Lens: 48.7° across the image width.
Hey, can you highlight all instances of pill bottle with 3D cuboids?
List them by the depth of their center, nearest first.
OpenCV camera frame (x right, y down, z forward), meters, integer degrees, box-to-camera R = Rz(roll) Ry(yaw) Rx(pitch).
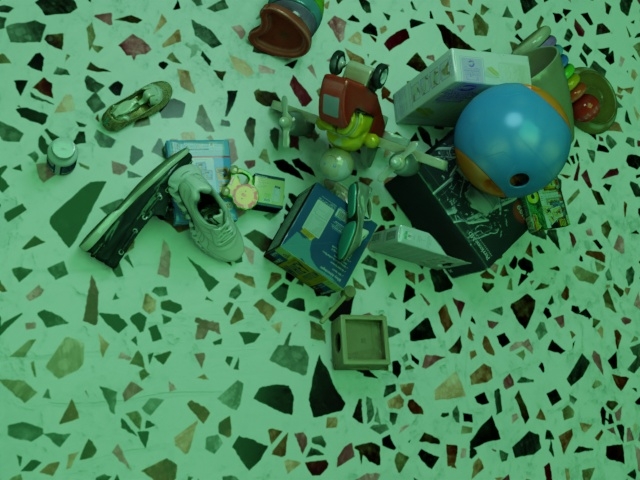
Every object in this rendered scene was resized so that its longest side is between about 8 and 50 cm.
[{"bbox_3d":[-0.591,-0.195,1.619,0.067,0.120,0.067,5,78,-22],"label":"pill bottle"}]

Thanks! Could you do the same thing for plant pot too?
[{"bbox_3d":[0.648,-0.396,2.124,0.256,0.256,0.274,-46,114,-24],"label":"plant pot"},{"bbox_3d":[0.896,-0.468,2.337,0.236,0.032,0.237,4,78,-21],"label":"plant pot"}]

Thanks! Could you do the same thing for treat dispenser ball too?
[{"bbox_3d":[0.482,-0.252,1.783,0.288,0.288,0.288,5,77,-21],"label":"treat dispenser ball"}]

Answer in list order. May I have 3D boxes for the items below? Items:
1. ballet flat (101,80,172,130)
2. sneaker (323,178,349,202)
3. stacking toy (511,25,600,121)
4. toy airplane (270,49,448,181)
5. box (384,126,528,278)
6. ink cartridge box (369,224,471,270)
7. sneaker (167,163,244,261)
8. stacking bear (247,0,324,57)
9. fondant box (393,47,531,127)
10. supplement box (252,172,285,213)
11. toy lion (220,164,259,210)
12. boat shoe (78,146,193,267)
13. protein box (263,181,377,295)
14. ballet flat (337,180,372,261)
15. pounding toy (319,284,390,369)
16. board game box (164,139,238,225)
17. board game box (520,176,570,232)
[{"bbox_3d":[-0.443,-0.337,1.738,0.206,0.067,0.073,-42,95,-24],"label":"ballet flat"},{"bbox_3d":[0.053,-0.110,1.903,0.134,0.051,0.070,40,62,-14],"label":"sneaker"},{"bbox_3d":[0.754,-0.507,2.229,0.330,0.141,0.141,49,66,-7],"label":"stacking toy"},{"bbox_3d":[0.083,-0.265,1.798,0.384,0.386,0.273,31,79,-24],"label":"toy airplane"},{"bbox_3d":[0.417,-0.127,1.987,0.312,0.179,0.343,-40,95,-24],"label":"box"},{"bbox_3d":[0.266,0.021,1.892,0.224,0.181,0.056,14,77,-19],"label":"ink cartridge box"},{"bbox_3d":[-0.254,-0.043,1.671,0.110,0.118,0.292,-43,134,-15],"label":"sneaker"},{"bbox_3d":[-0.063,-0.655,1.920,0.164,0.175,0.289,24,64,-14],"label":"stacking bear"},{"bbox_3d":[0.380,-0.410,1.948,0.238,0.330,0.096,-1,79,-22],"label":"fondant box"},{"bbox_3d":[-0.140,-0.121,1.823,0.083,0.056,0.083,9,76,-20],"label":"supplement box"},{"bbox_3d":[-0.196,-0.127,1.765,0.096,0.034,0.100,21,71,-9],"label":"toy lion"},{"bbox_3d":[-0.406,-0.073,1.666,0.113,0.127,0.340,47,70,-18],"label":"boat shoe"},{"bbox_3d":[0.000,0.000,1.812,0.199,0.136,0.201,34,68,-13],"label":"protein box"},{"bbox_3d":[0.094,-0.043,1.746,0.068,0.072,0.213,18,71,-23],"label":"ballet flat"},{"bbox_3d":[0.072,0.226,1.824,0.180,0.094,0.206,3,69,-17],"label":"pounding toy"},{"bbox_3d":[-0.299,-0.146,1.773,0.160,0.039,0.212,-4,80,-23],"label":"board game box"},{"bbox_3d":[0.604,-0.157,1.959,0.136,0.030,0.260,-10,82,-23],"label":"board game box"}]
